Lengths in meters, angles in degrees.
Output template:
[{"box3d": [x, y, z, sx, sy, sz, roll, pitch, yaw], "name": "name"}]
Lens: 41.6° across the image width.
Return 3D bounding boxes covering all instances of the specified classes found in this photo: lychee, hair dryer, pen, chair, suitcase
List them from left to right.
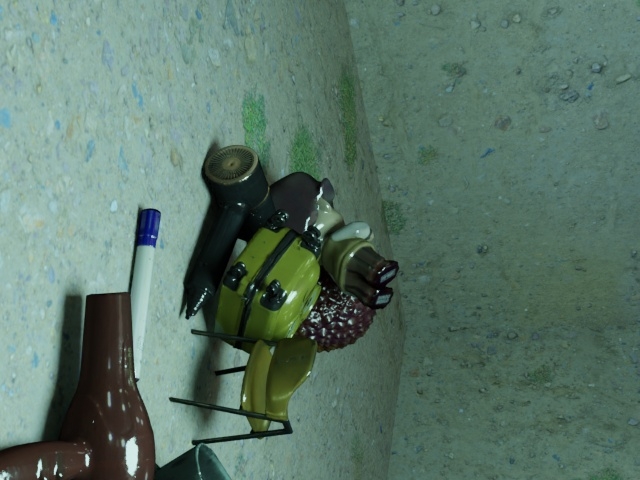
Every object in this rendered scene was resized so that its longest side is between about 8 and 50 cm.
[{"box3d": [-0.323, 0.214, 0.983, 0.340, 0.123, 0.313, 9, 75, -64], "name": "hair dryer"}, {"box3d": [-0.273, 0.081, 1.279, 0.033, 0.033, 0.269, 51, 39, -66], "name": "pen"}, {"box3d": [-0.181, 0.012, 1.555, 0.189, 0.107, 0.352, 73, 29, -49], "name": "hair dryer"}, {"box3d": [-0.111, 0.247, 1.451, 0.172, 0.246, 0.159, 75, 20, -43], "name": "chair"}, {"box3d": [-0.088, 0.091, 1.537, 0.194, 0.143, 0.235, -56, 169, -41], "name": "suitcase"}, {"box3d": [-0.006, 0.147, 1.914, 0.271, 0.271, 0.272, -2, 90, -75], "name": "lychee"}]

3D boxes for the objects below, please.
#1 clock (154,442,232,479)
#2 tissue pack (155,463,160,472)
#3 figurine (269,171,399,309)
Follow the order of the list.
[{"box3d": [-0.116, 0.467, 1.149, 0.386, 0.076, 0.386, 63, -5, 11], "name": "clock"}, {"box3d": [-0.257, 0.376, 1.227, 0.085, 0.079, 0.111, 55, -9, 36], "name": "tissue pack"}, {"box3d": [0.017, -0.009, 1.764, 0.206, 0.365, 0.218, -46, 149, -37], "name": "figurine"}]
